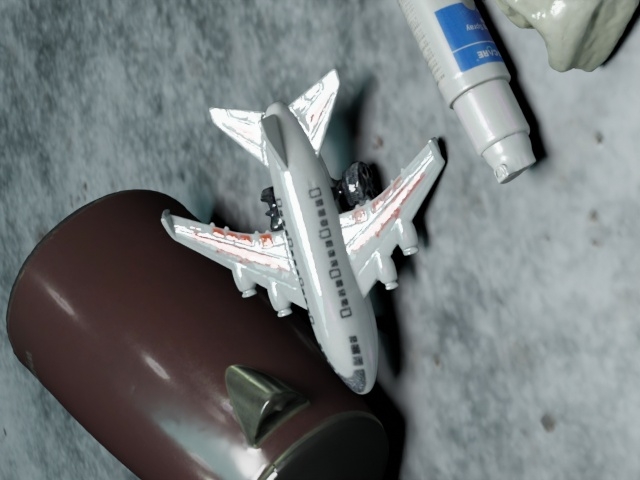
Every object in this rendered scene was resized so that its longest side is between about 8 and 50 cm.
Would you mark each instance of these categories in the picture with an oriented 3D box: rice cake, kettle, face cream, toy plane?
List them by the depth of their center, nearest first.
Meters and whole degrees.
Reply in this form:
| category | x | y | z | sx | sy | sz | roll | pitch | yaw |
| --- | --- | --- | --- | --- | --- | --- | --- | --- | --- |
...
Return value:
| category | x | y | z | sx | sy | sz | roll | pitch | yaw |
| --- | --- | --- | --- | --- | --- | --- | --- | --- | --- |
| rice cake | 0.049 | -0.174 | 0.619 | 0.256 | 0.052 | 0.057 | 53 | 162 | 27 |
| face cream | 0.067 | -0.087 | 0.635 | 0.034 | 0.034 | 0.130 | -40 | 68 | 51 |
| toy plane | 0.000 | 0.000 | 0.721 | 0.162 | 0.065 | 0.171 | -15 | 105 | 22 |
| kettle | -0.065 | 0.104 | 0.803 | 0.232 | 0.144 | 0.202 | 40 | 152 | 37 |
